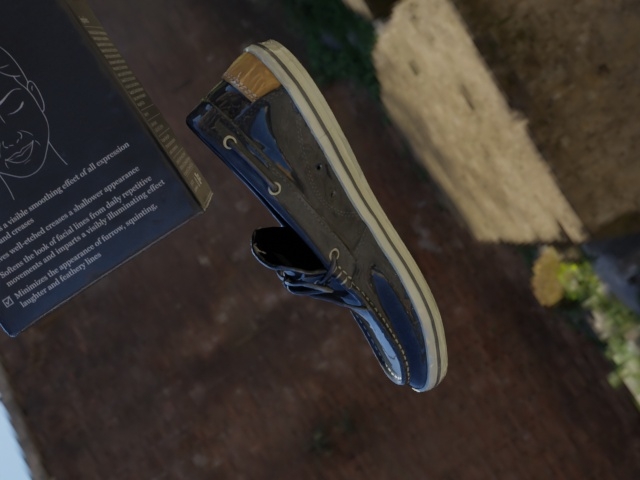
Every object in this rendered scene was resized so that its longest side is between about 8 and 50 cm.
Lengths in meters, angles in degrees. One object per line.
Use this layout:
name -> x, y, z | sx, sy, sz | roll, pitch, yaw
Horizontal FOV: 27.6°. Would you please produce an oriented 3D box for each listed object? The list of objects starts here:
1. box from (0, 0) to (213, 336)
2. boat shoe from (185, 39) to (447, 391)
box -> -0.368, -0.132, 1.654 | 0.395, 0.293, 0.212 | 57, -177, -9
boat shoe -> 0.000, 0.000, 1.575 | 0.500, 0.156, 0.187 | 59, 168, -27
